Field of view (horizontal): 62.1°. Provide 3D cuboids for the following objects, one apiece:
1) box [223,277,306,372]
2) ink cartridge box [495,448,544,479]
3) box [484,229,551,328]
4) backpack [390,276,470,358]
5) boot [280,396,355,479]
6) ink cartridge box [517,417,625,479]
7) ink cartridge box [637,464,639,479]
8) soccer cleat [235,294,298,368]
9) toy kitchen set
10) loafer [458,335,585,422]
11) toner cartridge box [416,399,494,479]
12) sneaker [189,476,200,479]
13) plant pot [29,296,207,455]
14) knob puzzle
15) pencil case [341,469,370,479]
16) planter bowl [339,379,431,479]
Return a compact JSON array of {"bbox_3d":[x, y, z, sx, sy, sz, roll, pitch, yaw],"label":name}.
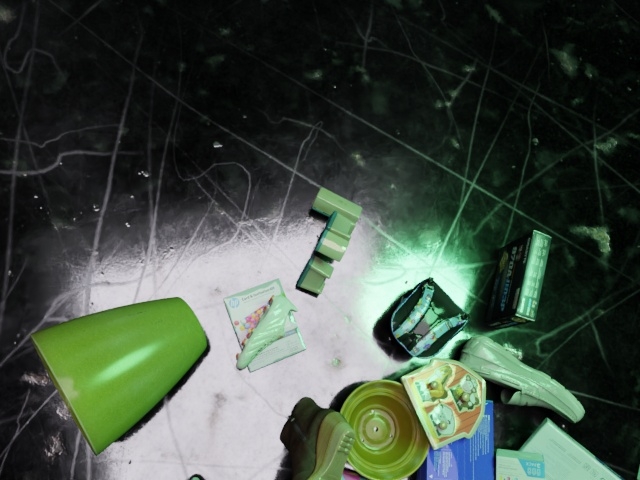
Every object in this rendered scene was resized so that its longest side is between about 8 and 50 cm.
[{"bbox_3d":[-0.134,0.202,1.277,0.145,0.038,0.186,-19,77,-14],"label":"box"},{"bbox_3d":[0.453,0.581,1.209,0.104,0.061,0.182,0,86,19],"label":"ink cartridge box"},{"bbox_3d":[0.491,0.104,1.329,0.051,0.175,0.221,19,74,-3],"label":"box"},{"bbox_3d":[0.249,0.201,1.295,0.158,0.117,0.173,45,73,5],"label":"backpack"},{"bbox_3d":[-0.035,0.474,1.141,0.090,0.206,0.249,40,73,-24],"label":"boot"},{"bbox_3d":[0.550,0.572,1.232,0.223,0.045,0.224,39,100,19],"label":"ink cartridge box"},{"bbox_3d":[0.883,0.541,1.323,0.127,0.072,0.175,26,73,-2],"label":"ink cartridge box"},{"bbox_3d":[-0.124,0.216,1.222,0.076,0.068,0.196,33,70,-2],"label":"soccer cleat"},{"bbox_3d":[0.000,0.000,1.342,0.122,0.166,0.207,27,36,-1],"label":"toy kitchen set"},{"bbox_3d":[0.484,0.356,1.299,0.319,0.112,0.112,32,77,9],"label":"loafer"},{"bbox_3d":[0.312,0.546,1.232,0.165,0.075,0.348,7,74,-8],"label":"toner cartridge box"},{"bbox_3d":[-0.307,0.572,1.145,0.144,0.059,0.053,-39,115,-1],"label":"sneaker"},{"bbox_3d":[-0.401,0.246,1.126,0.293,0.275,0.275,-29,80,-31],"label":"plant pot"},{"bbox_3d":[0.304,0.359,1.222,0.212,0.030,0.213,5,66,-12],"label":"knob puzzle"},{"bbox_3d":[0.080,0.568,1.179,0.236,0.104,0.105,12,73,-6],"label":"pencil case"},{"bbox_3d":[0.138,0.436,1.226,0.216,0.090,0.217,3,70,-8],"label":"planter bowl"}]
